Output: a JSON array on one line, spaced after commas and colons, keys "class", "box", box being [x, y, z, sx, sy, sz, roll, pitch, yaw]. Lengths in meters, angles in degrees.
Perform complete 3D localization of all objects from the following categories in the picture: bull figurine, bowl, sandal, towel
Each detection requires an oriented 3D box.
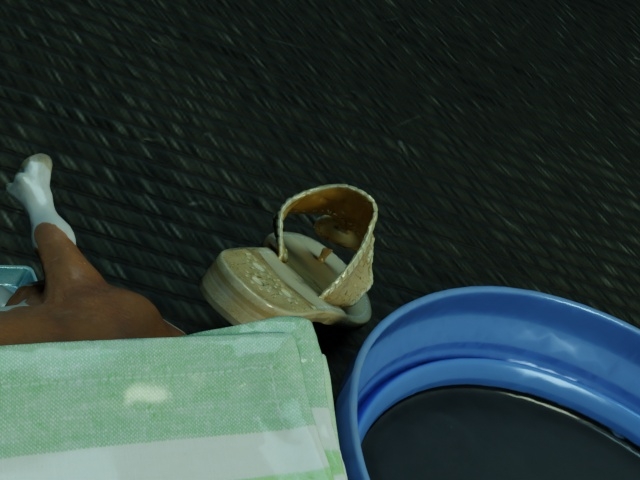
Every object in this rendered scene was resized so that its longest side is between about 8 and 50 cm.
[{"class": "bull figurine", "box": [-0.154, 0.066, 0.732, 0.310, 0.101, 0.188, -19, 63, -49]}, {"class": "bowl", "box": [0.175, 0.189, 0.871, 0.391, 0.077, 0.391, 22, 33, -15]}, {"class": "sandal", "box": [0.005, 0.004, 0.914, 0.088, 0.079, 0.240, 41, 15, 9]}, {"class": "towel", "box": [-0.061, 0.188, 0.610, 0.248, 0.038, 0.325, -3, 64, -33]}]

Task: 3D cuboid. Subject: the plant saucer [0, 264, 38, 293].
[{"class": "plant saucer", "box": [-0.235, 0.038, 0.792, 0.192, 0.018, 0.067, 4, 41, -37]}]
